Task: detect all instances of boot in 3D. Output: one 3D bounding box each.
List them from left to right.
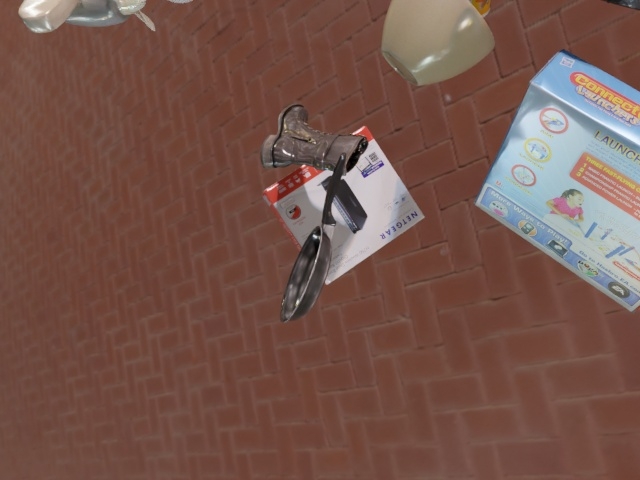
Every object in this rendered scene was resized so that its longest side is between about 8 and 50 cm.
[{"bbox_3d":[0.002,-0.231,1.462,0.229,0.263,0.091,5,133,17],"label":"boot"}]

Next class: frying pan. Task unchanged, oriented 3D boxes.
[{"bbox_3d":[-0.010,0.010,1.211,0.197,0.053,0.326,139,151,-66],"label":"frying pan"}]

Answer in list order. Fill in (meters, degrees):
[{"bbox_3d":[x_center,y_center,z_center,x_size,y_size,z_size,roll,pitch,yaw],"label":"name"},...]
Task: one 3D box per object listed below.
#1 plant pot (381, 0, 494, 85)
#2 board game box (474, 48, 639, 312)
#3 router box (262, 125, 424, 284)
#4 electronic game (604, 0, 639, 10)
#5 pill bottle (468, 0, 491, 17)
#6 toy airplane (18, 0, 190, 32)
[{"bbox_3d":[0.263,-0.503,1.566,0.191,0.284,0.284,-48,56,5],"label":"plant pot"},{"bbox_3d":[0.408,-0.073,0.913,0.308,0.086,0.302,38,156,17],"label":"board game box"},{"bbox_3d":[0.063,-0.095,1.699,0.301,0.335,0.082,56,169,-2],"label":"router box"},{"bbox_3d":[0.397,-0.352,0.831,0.229,0.229,0.048,35,114,38],"label":"electronic game"},{"bbox_3d":[0.368,-0.630,1.553,0.117,0.117,0.215,48,162,33],"label":"pill bottle"},{"bbox_3d":[-0.294,-0.457,0.925,0.386,0.272,0.384,-46,37,-2],"label":"toy airplane"}]
